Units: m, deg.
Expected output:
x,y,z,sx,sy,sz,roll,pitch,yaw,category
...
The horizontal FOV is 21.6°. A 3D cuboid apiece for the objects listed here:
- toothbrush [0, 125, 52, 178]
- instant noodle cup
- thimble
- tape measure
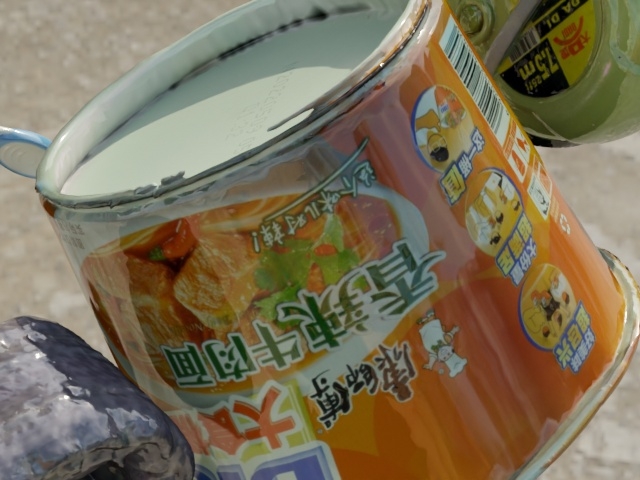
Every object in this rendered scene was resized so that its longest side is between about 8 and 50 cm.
x,y,z,sx,sy,sz,roll,pitch,yaw,category
-0.219,-0.061,1.301,0.386,0.040,0.040,30,24,-28,toothbrush
0.000,0.000,0.889,0.296,0.214,0.296,-23,24,11,instant noodle cup
-0.138,0.117,0.768,0.150,0.150,0.098,-26,43,-31,thimble
0.149,-0.130,0.978,0.088,0.177,0.154,-8,63,-39,tape measure
